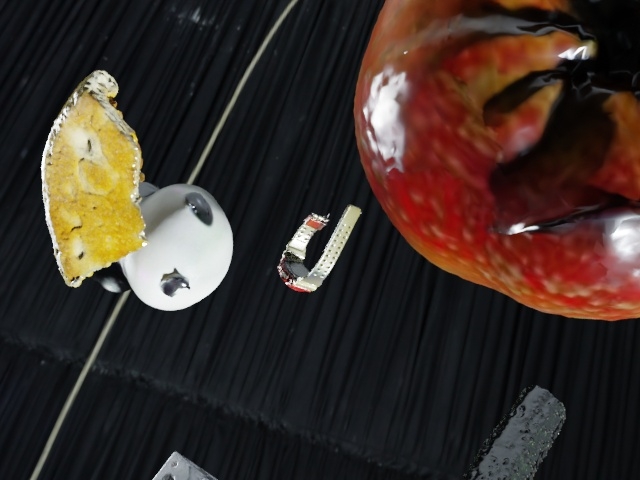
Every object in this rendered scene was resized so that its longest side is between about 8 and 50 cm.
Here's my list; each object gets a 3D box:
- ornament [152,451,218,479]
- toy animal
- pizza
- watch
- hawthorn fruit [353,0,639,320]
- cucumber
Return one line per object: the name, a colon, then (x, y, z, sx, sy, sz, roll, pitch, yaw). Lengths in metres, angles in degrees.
ornament: (-0.273, 0.669, 1.351, 0.239, 0.239, 0.239, 20, 153, 41)
toy animal: (-0.309, 0.004, 1.139, 0.310, 0.250, 0.251, 4, 155, 39)
pizza: (-0.350, -0.080, 0.951, 0.182, 0.365, 0.074, 12, -158, 7)
watch: (-0.006, 0.003, 1.512, 0.102, 0.268, 0.165, 20, -163, -33)
hawthorn fruit: (0.246, -0.115, 0.556, 0.403, 0.402, 0.403, 16, 159, 6)
cucumber: (0.230, 0.267, 0.742, 0.072, 0.072, 0.300, 2, -166, 36)
